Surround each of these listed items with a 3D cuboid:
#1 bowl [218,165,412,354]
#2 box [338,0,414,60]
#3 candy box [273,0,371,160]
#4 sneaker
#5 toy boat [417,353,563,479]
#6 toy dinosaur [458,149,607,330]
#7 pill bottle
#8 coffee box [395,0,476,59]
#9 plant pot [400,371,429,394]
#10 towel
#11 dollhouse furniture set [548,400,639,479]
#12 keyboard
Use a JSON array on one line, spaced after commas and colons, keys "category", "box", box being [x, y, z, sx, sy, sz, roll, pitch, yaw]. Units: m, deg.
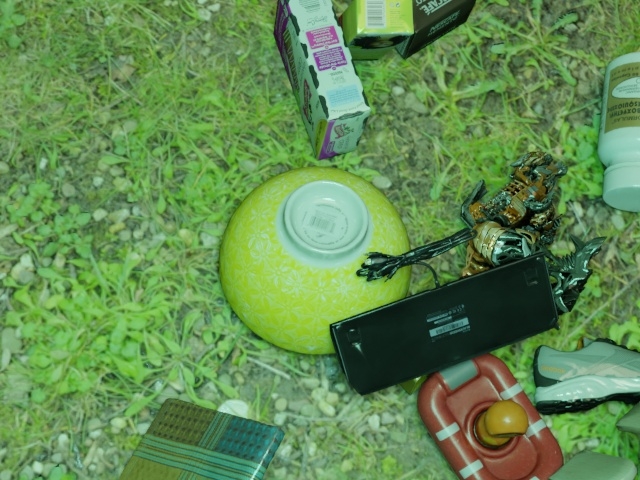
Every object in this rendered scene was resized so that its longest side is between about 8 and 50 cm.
[{"category": "bowl", "box": [0.000, 0.000, 1.479, 0.290, 0.156, 0.289, 2, 63, -5]}, {"category": "box", "box": [0.072, -0.316, 1.569, 0.087, 0.232, 0.058, -2, 91, -8]}, {"category": "candy box", "box": [-0.003, -0.259, 1.581, 0.071, 0.159, 0.233, -17, 75, -11]}, {"category": "sneaker", "box": [0.443, 0.187, 1.535, 0.272, 0.100, 0.108, -3, 67, -9]}, {"category": "toy boat", "box": [0.246, 0.262, 1.452, 0.151, 0.151, 0.231, -30, 79, -15]}, {"category": "toy dinosaur", "box": [0.295, 0.021, 1.565, 0.218, 0.164, 0.322, 28, 93, 15]}, {"category": "pill bottle", "box": [0.505, -0.169, 1.638, 0.131, 0.131, 0.229, 12, 71, -4]}, {"category": "coffee box", "box": [0.123, -0.437, 1.687, 0.141, 0.098, 0.246, -35, 80, -16]}, {"category": "plant pot", "box": [0.129, 0.160, 1.510, 0.083, 0.081, 0.081, 40, 71, 14]}, {"category": "towel", "box": [-0.210, 0.380, 1.312, 0.040, 0.271, 0.370, 44, 65, -32]}, {"category": "dollhouse furniture set", "box": [0.450, 0.457, 1.318, 0.394, 0.256, 0.362, -34, 96, -17]}, {"category": "keyboard", "box": [0.164, 0.080, 1.428, 0.317, 0.033, 0.201, -18, 110, -7]}]
